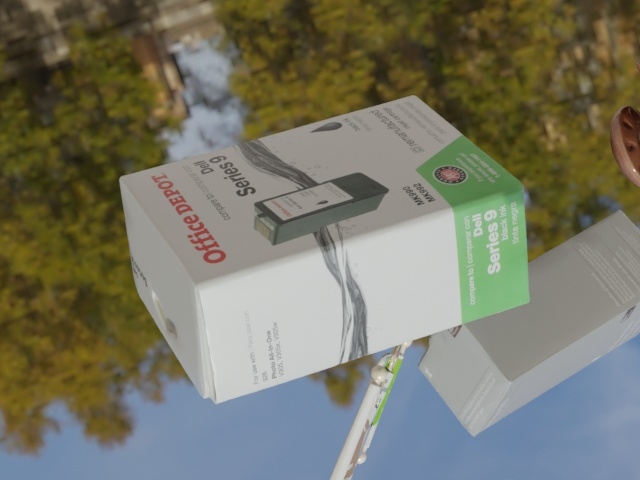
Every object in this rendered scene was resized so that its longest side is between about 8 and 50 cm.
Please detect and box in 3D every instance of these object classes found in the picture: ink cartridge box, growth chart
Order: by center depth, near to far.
[{"bbox_3d":[0.000,0.000,1.347,0.289,0.121,0.211,-17,-148,-18],"label":"ink cartridge box"},{"bbox_3d":[0.043,0.184,1.599,0.021,0.172,0.237,21,-173,7],"label":"growth chart"}]

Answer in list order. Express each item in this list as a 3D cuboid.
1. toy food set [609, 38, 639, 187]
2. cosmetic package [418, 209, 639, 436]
[{"bbox_3d":[0.224,-0.052,0.937,0.071,0.218,0.128,-24,-153,33],"label":"toy food set"},{"bbox_3d":[0.225,0.081,1.581,0.238,0.107,0.127,-31,160,-26],"label":"cosmetic package"}]
